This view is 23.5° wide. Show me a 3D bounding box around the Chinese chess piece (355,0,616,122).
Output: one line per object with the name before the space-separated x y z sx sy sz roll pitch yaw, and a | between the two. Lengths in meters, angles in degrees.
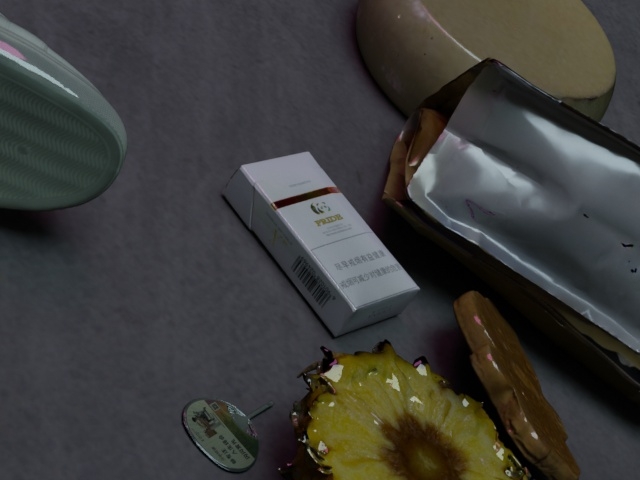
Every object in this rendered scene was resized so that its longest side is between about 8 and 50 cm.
Chinese chess piece | 0.163 -0.190 1.510 0.273 0.102 0.273 21 40 -19

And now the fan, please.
fan | -0.065 0.124 1.058 0.060 0.003 0.080 31 37 -9

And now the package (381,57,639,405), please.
package | 0.202 0.007 1.312 0.311 0.221 0.165 32 76 -9

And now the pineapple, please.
pineapple | 0.058 0.168 1.048 0.224 0.076 0.225 25 35 -19

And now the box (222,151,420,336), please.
box | 0.000 0.000 1.219 0.084 0.040 0.154 -17 61 -45

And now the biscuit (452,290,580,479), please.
biscuit | 0.145 0.110 1.189 0.133 0.027 0.184 34 25 -54

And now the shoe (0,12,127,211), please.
shoe | -0.295 -0.149 1.077 0.363 0.132 0.160 26 32 -8
